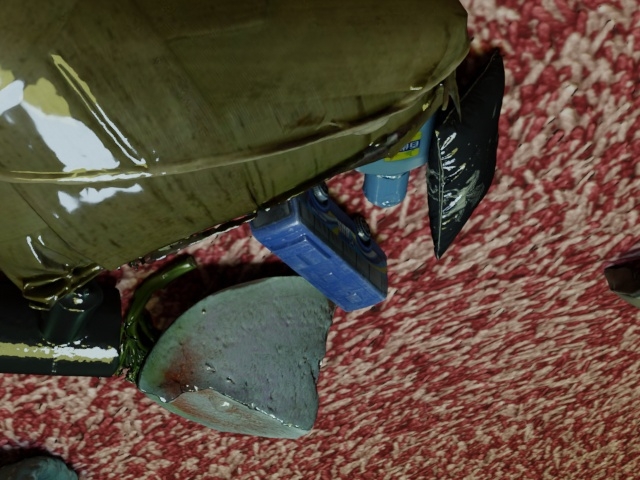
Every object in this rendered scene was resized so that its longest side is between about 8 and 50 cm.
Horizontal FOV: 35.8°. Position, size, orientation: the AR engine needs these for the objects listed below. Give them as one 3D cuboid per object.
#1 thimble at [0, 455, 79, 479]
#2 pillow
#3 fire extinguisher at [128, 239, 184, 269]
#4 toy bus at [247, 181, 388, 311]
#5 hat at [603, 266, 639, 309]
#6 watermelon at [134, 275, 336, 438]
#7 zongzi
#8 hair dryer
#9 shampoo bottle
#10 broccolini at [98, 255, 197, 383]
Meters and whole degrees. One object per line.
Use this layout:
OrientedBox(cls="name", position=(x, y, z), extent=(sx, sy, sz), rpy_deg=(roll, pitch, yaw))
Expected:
OrientedBox(cls="thimble", position=(-0.475, 0.456, 1.599), extent=(0.143, 0.198, 0.235), rpy_deg=(-21, 149, 12))
OrientedBox(cls="pillow", position=(0.156, -0.088, 1.072), extent=(0.055, 0.141, 0.208), rpy_deg=(22, 149, 20))
OrientedBox(cls="fire extinguisher", position=(-0.179, -0.014, 1.162), extent=(0.173, 0.035, 0.049), rpy_deg=(-34, 142, 25))
OrientedBox(cls="toy bus", position=(0.003, 0.001, 1.174), extent=(0.079, 0.094, 0.236), rpy_deg=(-25, 142, 20))
OrientedBox(cls="hat", position=(0.505, 0.069, 1.406), extent=(0.147, 0.085, 0.175), rpy_deg=(-29, 139, 23))
OrientedBox(cls="watermelon", position=(-0.103, 0.198, 1.297), extent=(0.320, 0.214, 0.289), rpy_deg=(-22, 149, -39))
OrientedBox(cls="zongzi", position=(-0.072, -0.187, 0.639), extent=(0.500, 0.218, 0.467), rpy_deg=(-24, 155, -7))
OrientedBox(cls="hair dryer", position=(-0.340, 0.082, 1.126), extent=(0.244, 0.116, 0.302), rpy_deg=(3, 163, -20))
OrientedBox(cls="shampoo bottle", position=(0.078, -0.130, 1.039), extent=(0.103, 0.061, 0.258), rpy_deg=(-10, 145, -8))
OrientedBox(cls="broccolini", position=(-0.203, 0.113, 1.323), extent=(0.123, 0.062, 0.271), rpy_deg=(1, 142, -33))
